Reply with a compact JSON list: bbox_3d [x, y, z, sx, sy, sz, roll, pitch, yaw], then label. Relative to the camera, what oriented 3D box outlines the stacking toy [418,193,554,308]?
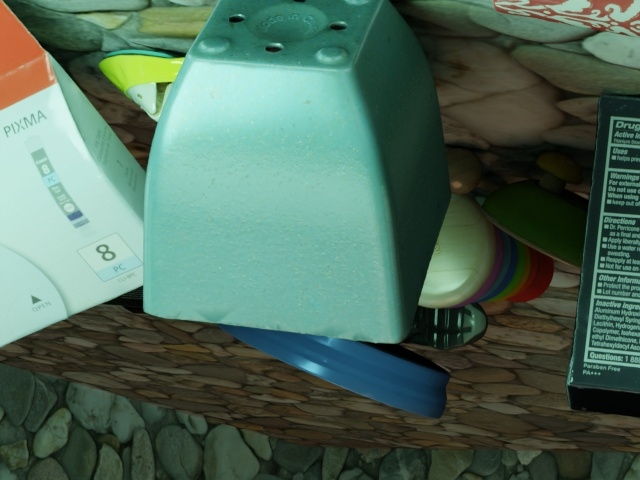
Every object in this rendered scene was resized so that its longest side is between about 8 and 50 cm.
[{"bbox_3d":[0.201,0.025,2.046,0.141,0.141,0.330,2,174,26],"label":"stacking toy"}]

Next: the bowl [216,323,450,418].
[{"bbox_3d":[0.026,0.172,2.622,0.391,0.077,0.391,22,-179,0],"label":"bowl"}]

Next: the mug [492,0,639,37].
[{"bbox_3d":[0.222,-0.198,1.237,0.169,0.113,0.150,9,164,14],"label":"mug"}]

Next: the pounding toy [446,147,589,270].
[{"bbox_3d":[0.264,-0.055,1.833,0.237,0.110,0.183,35,-165,36],"label":"pounding toy"}]

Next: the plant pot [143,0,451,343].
[{"bbox_3d":[-0.023,-0.091,1.488,0.247,0.248,0.252,5,127,13],"label":"plant pot"}]

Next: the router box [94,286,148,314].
[{"bbox_3d":[-0.242,0.040,2.387,0.179,0.133,0.046,3,164,23],"label":"router box"}]

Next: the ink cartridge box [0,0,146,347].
[{"bbox_3d":[-0.367,-0.063,1.658,0.308,0.091,0.385,-23,127,20],"label":"ink cartridge box"}]

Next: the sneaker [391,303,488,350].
[{"bbox_3d":[0.190,0.119,2.547,0.106,0.101,0.267,6,178,-28],"label":"sneaker"}]

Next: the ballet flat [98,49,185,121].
[{"bbox_3d":[-0.136,-0.155,1.680,0.231,0.077,0.077,1,165,29],"label":"ballet flat"}]

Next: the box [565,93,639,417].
[{"bbox_3d":[0.407,0.031,1.629,0.296,0.294,0.183,6,168,11],"label":"box"}]
